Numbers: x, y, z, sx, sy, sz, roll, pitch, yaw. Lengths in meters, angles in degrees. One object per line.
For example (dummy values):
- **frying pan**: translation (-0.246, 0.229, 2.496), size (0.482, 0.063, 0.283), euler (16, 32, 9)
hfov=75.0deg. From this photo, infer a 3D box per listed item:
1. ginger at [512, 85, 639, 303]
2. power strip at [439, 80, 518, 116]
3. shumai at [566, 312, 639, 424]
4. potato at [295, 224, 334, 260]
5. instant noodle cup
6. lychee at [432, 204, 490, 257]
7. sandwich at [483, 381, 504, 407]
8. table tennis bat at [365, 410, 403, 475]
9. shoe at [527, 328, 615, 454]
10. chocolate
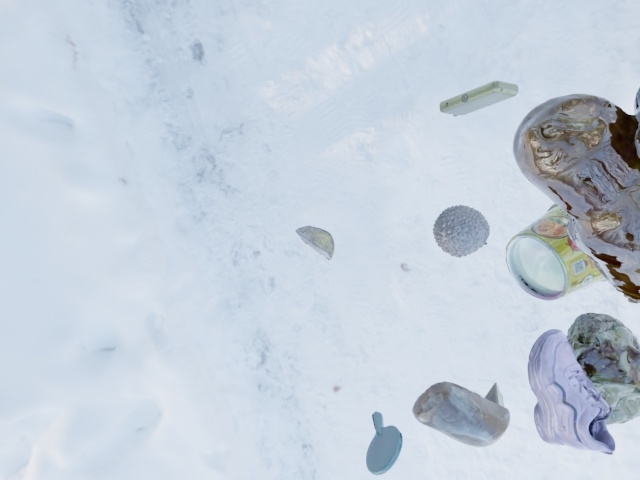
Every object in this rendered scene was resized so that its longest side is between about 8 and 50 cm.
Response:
- **ginger**: translation (0.395, -0.049, 0.456), size (0.254, 0.176, 0.418), euler (-22, 141, 32)
- **power strip**: translation (0.328, -0.300, 0.890), size (0.076, 0.169, 0.028), euler (-4, 91, -30)
- **shumai**: translation (0.653, 0.288, 0.931), size (0.189, 0.218, 0.256), euler (4, 76, 21)
- **potato**: translation (0.001, 0.001, 0.738), size (0.036, 0.093, 0.037), euler (-47, 142, -11)
- **instant noodle cup**: translation (0.823, 0.044, 1.437), size (0.254, 0.325, 0.326), euler (-23, 109, -17)
- **lychee**: translation (0.444, -0.024, 1.300), size (0.197, 0.165, 0.165), euler (37, 114, -17)
- **sandwich**: translation (0.645, 0.577, 1.494), size (0.074, 0.116, 0.074), euler (-10, 113, 57)
- **table tennis bat**: translation (0.159, 0.516, 1.084), size (0.033, 0.201, 0.124), euler (41, 100, -8)
- **shoe**: translation (0.513, 0.308, 0.850), size (0.137, 0.095, 0.245), euler (-5, 90, 55)
- **chocolate**: translation (0.392, 0.498, 1.151), size (0.253, 0.080, 0.157), euler (27, 117, -9)
